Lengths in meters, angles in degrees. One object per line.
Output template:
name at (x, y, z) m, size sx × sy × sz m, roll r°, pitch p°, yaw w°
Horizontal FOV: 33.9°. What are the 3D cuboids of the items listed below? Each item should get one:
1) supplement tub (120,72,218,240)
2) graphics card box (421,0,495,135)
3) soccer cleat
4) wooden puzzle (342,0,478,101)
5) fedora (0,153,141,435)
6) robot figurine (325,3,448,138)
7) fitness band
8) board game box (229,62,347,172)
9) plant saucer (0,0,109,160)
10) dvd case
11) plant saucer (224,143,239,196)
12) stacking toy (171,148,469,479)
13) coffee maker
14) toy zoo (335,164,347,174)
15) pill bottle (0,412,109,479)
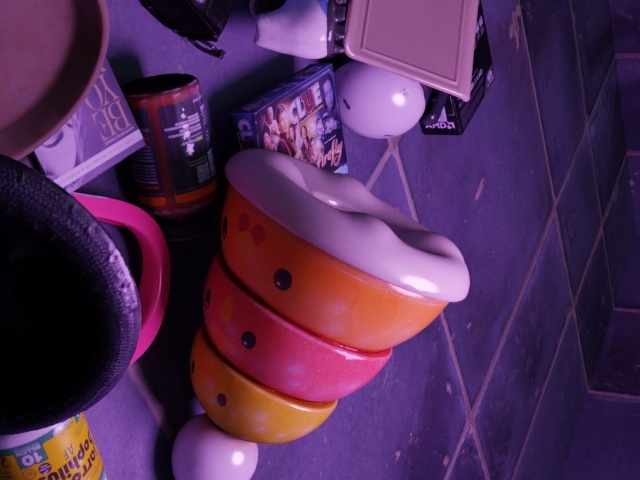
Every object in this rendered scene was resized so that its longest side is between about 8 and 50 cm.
supplement tub at (-0.187, -0.102, 1.313) m, size 0.106 × 0.106 × 0.198 m, roll -39°, pitch 127°, yaw -53°
graphics card box at (0.246, -0.422, 2.080) m, size 0.233 × 0.094 × 0.371 m, roll -58°, pitch 140°, yaw -42°
soccer cleat at (-0.030, -0.378, 1.568) m, size 0.331 × 0.143 × 0.116 m, roll -86°, pitch 179°, yaw -55°
wooden puzzle at (0.146, -0.349, 1.686) m, size 0.238 × 0.044 × 0.221 m, roll 19°, pitch 63°, yaw -21°
fedora at (-0.321, 0.025, 0.981) m, size 0.152 × 0.334 × 0.334 m, roll -100°, pitch 172°, yaw -52°
robot figurine at (0.114, -0.303, 1.777) m, size 0.173 × 0.209 × 0.278 m, roll 78°, pitch 27°, yaw -59°
fitness band at (-0.280, 0.051, 1.222) m, size 0.291 × 0.054 × 0.209 m, roll 13°, pitch 85°, yaw -60°
board game box at (-0.041, -0.151, 1.562) m, size 0.243 × 0.042 × 0.165 m, roll -43°, pitch 130°, yaw -51°
plant saucer at (-0.326, -0.168, 0.977) m, size 0.278 × 0.041 × 0.278 m, roll -33°, pitch 152°, yaw -20°
dvd case at (-0.288, -0.174, 1.154) m, size 0.164 × 0.018 × 0.221 m, roll -44°, pitch 117°, yaw -51°
plant saucer at (-0.090, -0.086, 1.564) m, size 0.198 × 0.036 × 0.199 m, roll -13°, pitch 105°, yaw -61°
stacking toy at (-0.054, 0.151, 1.385) m, size 0.350 × 0.350 × 0.480 m, roll 8°, pitch 113°, yaw -62°
coffee maker at (-0.148, -0.358, 1.343) m, size 0.171 × 0.120 × 0.178 m, roll 87°, pitch 25°, yaw -75°
toy zoo at (0.000, 0.000, 1.746) m, size 0.192 × 0.030 × 0.293 m, roll 51°, pitch 50°, yaw -52°
pill bottle at (-0.297, 0.251, 1.140) m, size 0.117 × 0.117 × 0.208 m, roll -50°, pitch 137°, yaw -47°
